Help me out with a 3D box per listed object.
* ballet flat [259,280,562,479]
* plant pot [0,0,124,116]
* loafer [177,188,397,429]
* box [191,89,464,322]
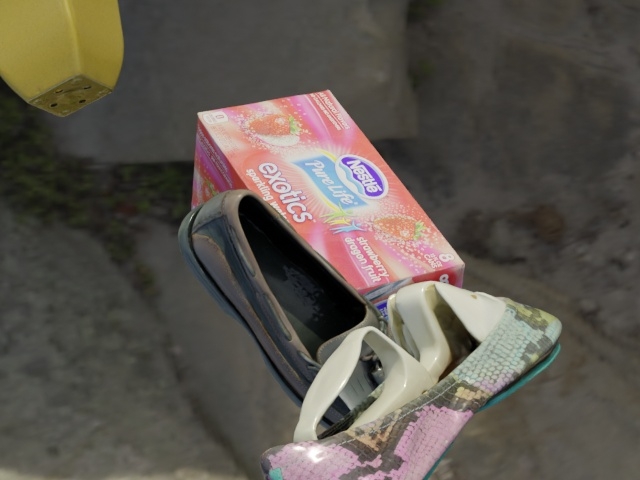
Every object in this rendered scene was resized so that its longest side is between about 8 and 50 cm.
[{"bbox_3d":[0.047,0.069,0.898,0.077,0.221,0.079,-25,100,44],"label":"ballet flat"},{"bbox_3d":[-0.188,-0.137,1.317,0.081,0.081,0.083,-25,71,20],"label":"plant pot"},{"bbox_3d":[-0.002,0.067,1.474,0.267,0.096,0.084,45,147,-7],"label":"loafer"},{"bbox_3d":[0.000,0.000,1.781,0.300,0.154,0.142,-124,31,-43],"label":"box"}]
